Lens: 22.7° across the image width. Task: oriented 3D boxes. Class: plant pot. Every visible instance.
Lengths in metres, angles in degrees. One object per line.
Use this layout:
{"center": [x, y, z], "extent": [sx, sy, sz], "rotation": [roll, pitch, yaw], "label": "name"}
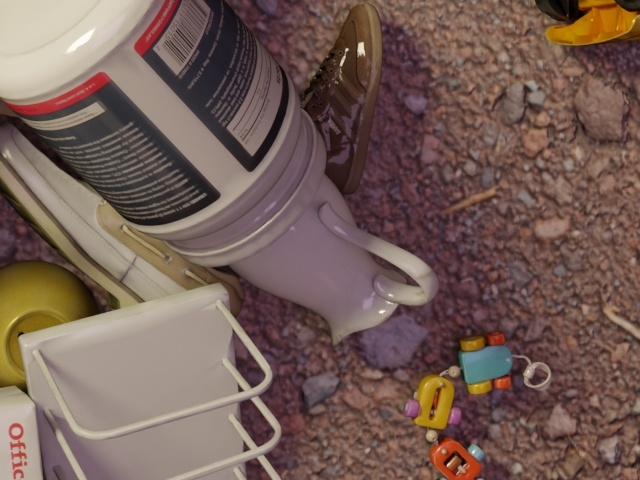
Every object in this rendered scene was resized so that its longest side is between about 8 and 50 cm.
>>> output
{"center": [-0.264, 0.089, 1.479], "extent": [0.134, 0.095, 0.134], "rotation": [-1, 95, -16], "label": "plant pot"}

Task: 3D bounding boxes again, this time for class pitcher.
{"center": [0.000, 0.000, 1.495], "extent": [0.207, 0.178, 0.125], "rotation": [44, 55, -21], "label": "pitcher"}

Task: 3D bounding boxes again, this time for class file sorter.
{"center": [-0.137, 0.216, 1.433], "extent": [0.193, 0.173, 0.277], "rotation": [-15, 121, -19], "label": "file sorter"}

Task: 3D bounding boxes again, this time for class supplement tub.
{"center": [-0.136, -0.121, 1.337], "extent": [0.191, 0.191, 0.272], "rotation": [-47, 129, -6], "label": "supplement tub"}

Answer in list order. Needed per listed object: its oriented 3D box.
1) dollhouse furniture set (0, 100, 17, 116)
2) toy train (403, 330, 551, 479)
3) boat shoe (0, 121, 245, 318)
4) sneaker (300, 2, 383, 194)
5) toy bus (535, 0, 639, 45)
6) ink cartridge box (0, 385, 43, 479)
{"center": [-0.198, -0.263, 1.466], "extent": [0.355, 0.174, 0.303], "rotation": [8, 106, -37], "label": "dollhouse furniture set"}
{"center": [0.152, 0.170, 1.629], "extent": [0.125, 0.046, 0.166], "rotation": [40, 88, -16], "label": "toy train"}
{"center": [-0.194, -0.011, 1.488], "extent": [0.103, 0.113, 0.302], "rotation": [-46, 115, -8], "label": "boat shoe"}
{"center": [0.014, -0.140, 1.548], "extent": [0.071, 0.066, 0.188], "rotation": [6, 93, -15], "label": "sneaker"}
{"center": [0.333, -0.306, 1.589], "extent": [0.211, 0.149, 0.220], "rotation": [-4, 94, -28], "label": "toy bus"}
{"center": [-0.350, 0.223, 1.379], "extent": [0.219, 0.092, 0.160], "rotation": [-8, 97, -21], "label": "ink cartridge box"}
